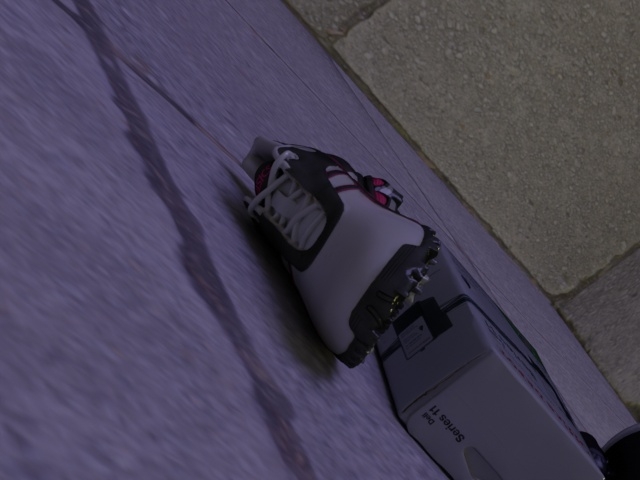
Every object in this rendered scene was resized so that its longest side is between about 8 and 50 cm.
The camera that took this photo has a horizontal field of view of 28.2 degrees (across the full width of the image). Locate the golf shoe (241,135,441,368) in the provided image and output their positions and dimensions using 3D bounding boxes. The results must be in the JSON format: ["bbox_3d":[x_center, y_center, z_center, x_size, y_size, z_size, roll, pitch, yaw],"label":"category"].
[{"bbox_3d":[0.000,0.000,0.865,0.120,0.105,0.273,33,8,-13],"label":"golf shoe"}]

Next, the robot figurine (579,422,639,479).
[{"bbox_3d":[0.332,0.269,1.178,0.278,0.173,0.209,-57,132,-80],"label":"robot figurine"}]

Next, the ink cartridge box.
[{"bbox_3d":[0.120,0.110,0.991,0.153,0.087,0.208,48,11,-21],"label":"ink cartridge box"}]
